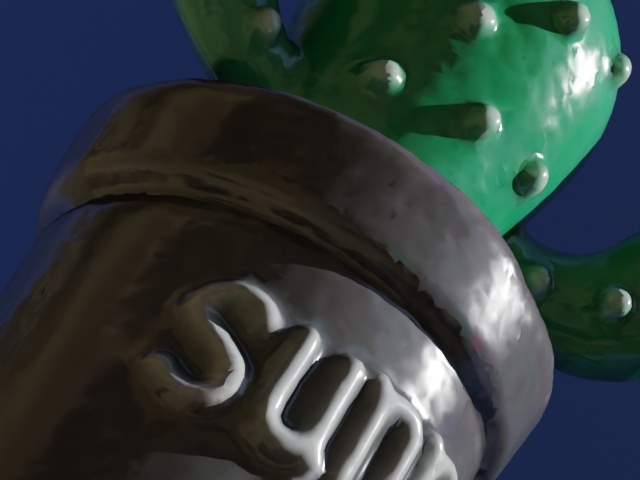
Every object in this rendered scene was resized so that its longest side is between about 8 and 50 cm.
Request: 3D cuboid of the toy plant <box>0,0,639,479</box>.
[{"bbox_3d":[0.012,0.006,0.527,0.279,0.185,0.400,26,-126,8],"label":"toy plant"}]
